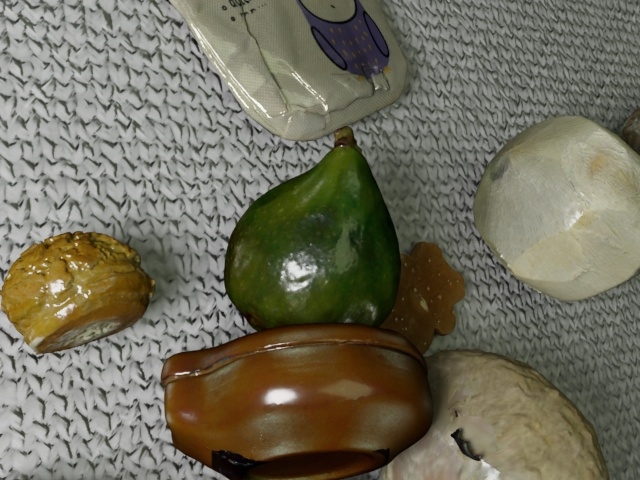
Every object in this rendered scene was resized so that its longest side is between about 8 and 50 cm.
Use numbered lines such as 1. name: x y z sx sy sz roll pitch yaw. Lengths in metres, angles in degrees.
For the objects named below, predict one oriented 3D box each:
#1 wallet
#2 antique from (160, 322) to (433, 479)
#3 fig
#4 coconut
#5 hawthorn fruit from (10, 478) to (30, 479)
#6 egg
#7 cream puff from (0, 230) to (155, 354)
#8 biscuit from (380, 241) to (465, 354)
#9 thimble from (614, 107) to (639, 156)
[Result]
1. wallet: -0.025 -0.269 1.128 0.335 0.068 0.275 -32 95 -40
2. antique: -0.020 0.170 0.897 0.278 0.223 0.129 -2 62 -9
3. fig: 0.000 0.000 0.969 0.195 0.195 0.245 -4 122 -38
4. coconut: 0.337 -0.047 1.236 0.247 0.245 0.245 24 63 -29
5. hawthorn fruit: -0.233 0.274 0.725 0.163 0.203 0.162 9 75 -37
6. egg: 0.202 0.272 1.027 0.279 0.279 0.310 -4 67 -38
7. cream puff: -0.235 0.044 0.843 0.144 0.126 0.103 -14 70 -47
8. biscuit: 0.125 0.085 1.165 0.133 0.027 0.184 41 58 -22
9. thimble: 0.633 -0.191 1.521 0.229 0.196 0.148 -38 100 -37
